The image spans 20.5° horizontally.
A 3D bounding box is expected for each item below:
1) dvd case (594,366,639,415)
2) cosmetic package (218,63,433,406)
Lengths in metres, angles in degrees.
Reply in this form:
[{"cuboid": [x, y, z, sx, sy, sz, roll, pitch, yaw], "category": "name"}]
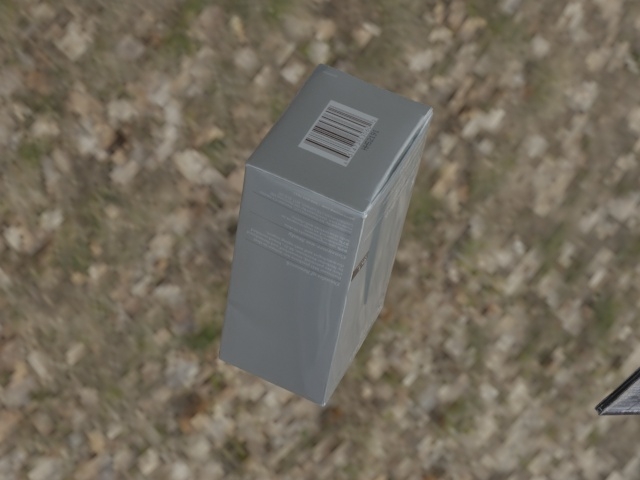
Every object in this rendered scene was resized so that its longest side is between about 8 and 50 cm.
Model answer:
[{"cuboid": [0.498, 0.171, 2.426, 0.164, 0.018, 0.221, 4, 139, -41], "category": "dvd case"}, {"cuboid": [0.000, 0.000, 1.332, 0.238, 0.107, 0.127, 97, 20, -50], "category": "cosmetic package"}]
